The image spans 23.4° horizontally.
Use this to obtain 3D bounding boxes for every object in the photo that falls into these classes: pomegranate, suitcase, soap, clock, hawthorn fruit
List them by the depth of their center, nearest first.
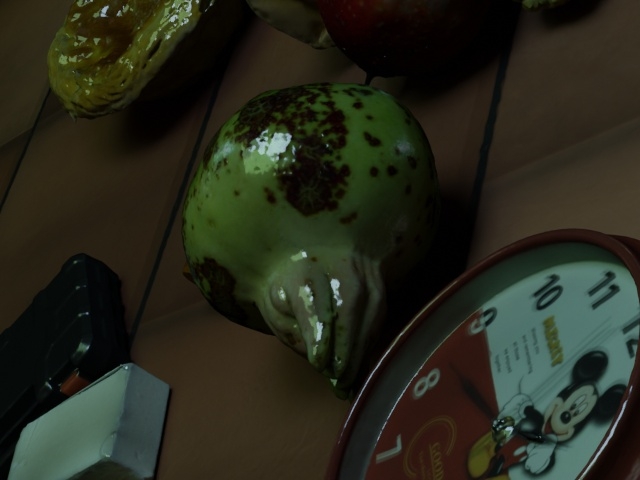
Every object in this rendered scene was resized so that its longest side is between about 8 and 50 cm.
[{"bbox_3d":[0.127,0.131,1.040,0.318,0.080,0.318,-40,25,23],"label":"clock"},{"bbox_3d":[-0.017,-0.003,1.242,0.276,0.204,0.222,-63,-3,-47],"label":"pomegranate"},{"bbox_3d":[0.066,-0.224,1.423,0.181,0.181,0.235,-91,24,-48],"label":"hawthorn fruit"},{"bbox_3d":[-0.233,0.209,1.511,0.183,0.064,0.121,-32,35,34],"label":"soap"},{"bbox_3d":[-0.324,0.165,1.693,0.285,0.066,0.206,-46,30,16],"label":"suitcase"}]

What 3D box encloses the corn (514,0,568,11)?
[{"bbox_3d":[0.251,-0.364,1.352,0.120,0.120,0.363,3,64,57],"label":"corn"}]

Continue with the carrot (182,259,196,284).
[{"bbox_3d":[-0.071,-0.038,1.518,0.193,0.087,0.087,-59,29,-4],"label":"carrot"}]

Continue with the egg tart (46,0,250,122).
[{"bbox_3d":[-0.195,-0.288,1.907,0.352,0.150,0.352,-34,40,35],"label":"egg tart"}]

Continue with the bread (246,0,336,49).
[{"bbox_3d":[0.043,-0.337,1.542,0.288,0.204,0.156,-44,34,27],"label":"bread"}]
